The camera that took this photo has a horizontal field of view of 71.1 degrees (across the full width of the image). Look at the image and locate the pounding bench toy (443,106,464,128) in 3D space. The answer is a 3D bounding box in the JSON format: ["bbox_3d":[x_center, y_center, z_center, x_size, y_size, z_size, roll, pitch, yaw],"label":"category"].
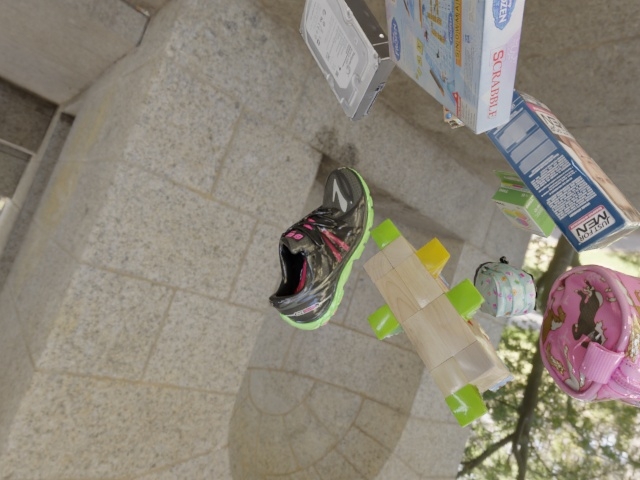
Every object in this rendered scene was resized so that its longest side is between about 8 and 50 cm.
[{"bbox_3d":[0.397,-0.361,1.262,0.083,0.052,0.065,-9,166,35],"label":"pounding bench toy"}]

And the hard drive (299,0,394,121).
[{"bbox_3d":[0.058,-0.518,1.171,0.064,0.339,0.237,-22,166,-22],"label":"hard drive"}]

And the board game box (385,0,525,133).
[{"bbox_3d":[0.190,-0.382,0.697,0.319,0.065,0.318,74,172,-47],"label":"board game box"}]

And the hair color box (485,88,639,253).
[{"bbox_3d":[0.500,-0.147,0.939,0.173,0.347,0.105,-4,149,-44],"label":"hair color box"}]

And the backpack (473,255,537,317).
[{"bbox_3d":[0.446,0.126,1.091,0.115,0.152,0.182,-13,-178,-2],"label":"backpack"}]

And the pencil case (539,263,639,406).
[{"bbox_3d":[0.461,0.139,0.522,0.386,0.160,0.167,14,170,-2],"label":"pencil case"}]

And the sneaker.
[{"bbox_3d":[0.000,0.000,1.235,0.202,0.483,0.185,29,161,-34],"label":"sneaker"}]

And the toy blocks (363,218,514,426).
[{"bbox_3d":[0.242,0.164,0.882,0.261,0.190,0.381,34,-158,-52],"label":"toy blocks"}]

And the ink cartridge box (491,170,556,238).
[{"bbox_3d":[0.542,-0.097,1.211,0.209,0.062,0.109,38,177,-32],"label":"ink cartridge box"}]
